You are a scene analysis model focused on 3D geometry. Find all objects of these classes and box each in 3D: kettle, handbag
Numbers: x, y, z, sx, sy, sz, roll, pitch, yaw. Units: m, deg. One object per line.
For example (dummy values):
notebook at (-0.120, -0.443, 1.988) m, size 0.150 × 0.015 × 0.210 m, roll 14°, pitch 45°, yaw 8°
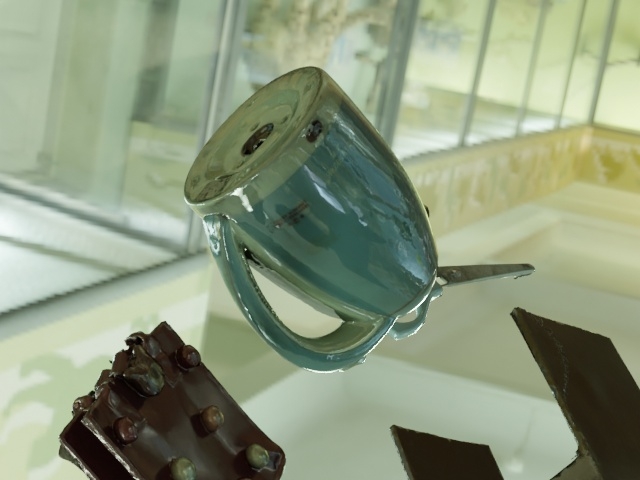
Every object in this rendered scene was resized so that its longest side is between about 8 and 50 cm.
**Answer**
kettle at (0.000, 0.000, 1.656) m, size 0.342 × 0.319 × 0.247 m, roll 46°, pitch 155°, yaw -24°
handbag at (-0.134, 0.195, 1.193) m, size 0.074 × 0.216 × 0.203 m, roll -33°, pitch -169°, yaw 24°

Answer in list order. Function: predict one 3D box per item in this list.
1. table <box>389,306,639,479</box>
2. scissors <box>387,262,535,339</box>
table at (0.261, 0.274, 1.449) m, size 0.196 × 0.250 × 0.282 m, roll 17°, pitch -144°, yaw -37°
scissors at (0.186, 0.058, 1.905) m, size 0.360 × 0.029 × 0.191 m, roll -3°, pitch -129°, yaw -33°
